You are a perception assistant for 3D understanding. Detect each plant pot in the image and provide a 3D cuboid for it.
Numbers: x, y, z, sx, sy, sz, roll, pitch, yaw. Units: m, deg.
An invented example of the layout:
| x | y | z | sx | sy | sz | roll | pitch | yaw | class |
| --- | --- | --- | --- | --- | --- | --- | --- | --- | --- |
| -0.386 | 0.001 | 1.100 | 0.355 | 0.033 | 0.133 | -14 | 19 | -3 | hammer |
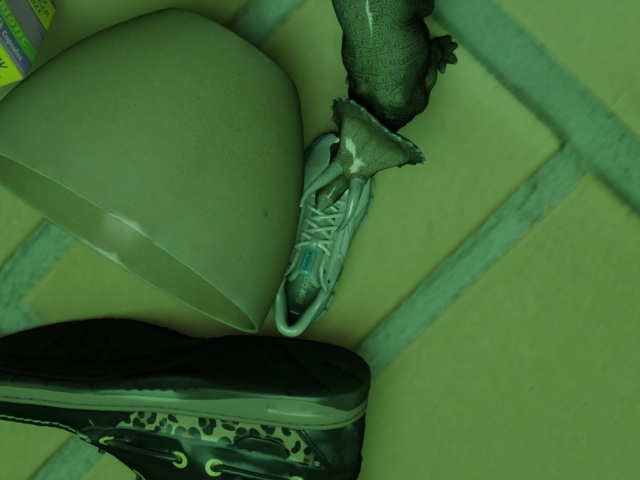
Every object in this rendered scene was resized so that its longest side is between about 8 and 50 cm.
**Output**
| x | y | z | sx | sy | sz | roll | pitch | yaw | class |
| --- | --- | --- | --- | --- | --- | --- | --- | --- | --- |
| -0.123 | -0.079 | 1.604 | 0.284 | 0.284 | 0.191 | 32 | 81 | -5 | plant pot |

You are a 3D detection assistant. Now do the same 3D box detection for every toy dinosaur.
| x | y | z | sx | sy | sz | roll | pitch | yaw | class |
| --- | --- | --- | --- | --- | --- | --- | --- | --- | --- |
| 0.052 | -0.177 | 1.588 | 0.121 | 0.160 | 0.314 | 2 | 110 | 5 | toy dinosaur |

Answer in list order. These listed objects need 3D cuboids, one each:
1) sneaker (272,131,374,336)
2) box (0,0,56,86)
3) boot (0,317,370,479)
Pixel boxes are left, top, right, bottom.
| x | y | z | sx | sy | sz | roll | pitch | yaw | class |
| --- | --- | --- | --- | --- | --- | --- | --- | --- | --- |
| 0.000 | 0.000 | 1.694 | 0.071 | 0.083 | 0.191 | 14 | 108 | 2 | sneaker |
| -0.380 | -0.207 | 1.585 | 0.243 | 0.117 | 0.213 | -17 | 123 | 20 | box |
| -0.132 | 0.223 | 1.752 | 0.377 | 0.138 | 0.284 | 2 | 115 | 13 | boot |
